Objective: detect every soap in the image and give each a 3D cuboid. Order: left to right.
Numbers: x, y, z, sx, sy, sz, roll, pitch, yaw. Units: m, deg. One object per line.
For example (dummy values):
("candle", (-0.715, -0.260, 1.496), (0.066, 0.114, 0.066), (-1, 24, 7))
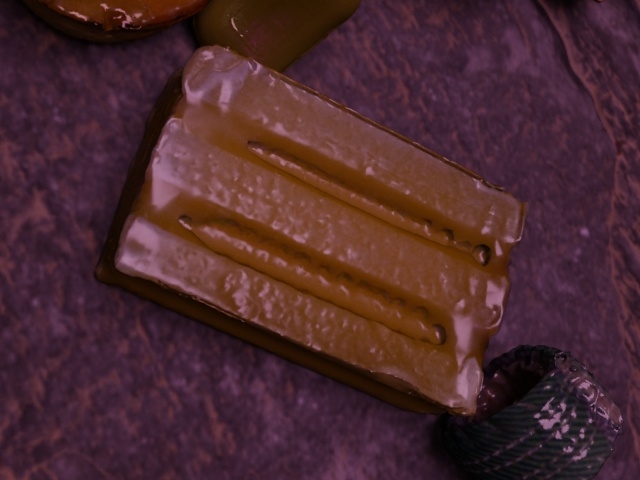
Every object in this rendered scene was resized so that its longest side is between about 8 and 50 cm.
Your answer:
("soap", (-0.034, -0.187, 0.934), (0.140, 0.045, 0.089), (-38, 112, 12))
("soap", (0.000, 0.000, 0.916), (0.315, 0.091, 0.199), (23, 69, -19))

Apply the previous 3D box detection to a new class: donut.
("donut", (-0.164, -0.225, 0.900), (0.178, 0.065, 0.162), (-13, 79, -27))

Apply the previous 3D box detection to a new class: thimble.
("thimble", (0.166, 0.150, 0.936), (0.090, 0.135, 0.118), (46, 65, -10))

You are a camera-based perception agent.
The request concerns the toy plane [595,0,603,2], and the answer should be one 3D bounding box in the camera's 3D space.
("toy plane", (0.246, -0.394, 1.122), (0.204, 0.103, 0.316), (-28, 85, -30))
